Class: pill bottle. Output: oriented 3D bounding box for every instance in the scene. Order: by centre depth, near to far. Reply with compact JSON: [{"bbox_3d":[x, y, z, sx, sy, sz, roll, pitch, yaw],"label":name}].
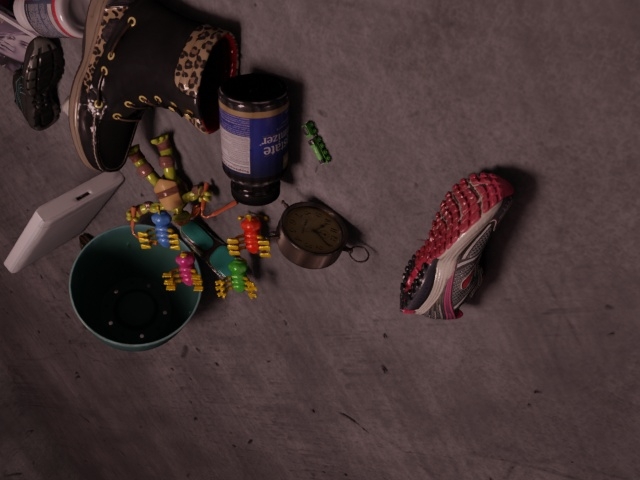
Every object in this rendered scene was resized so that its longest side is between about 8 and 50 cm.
[{"bbox_3d":[-0.118,-0.176,1.125,0.123,0.123,0.219,24,134,24],"label":"pill bottle"},{"bbox_3d":[-0.532,-0.463,1.261,0.180,0.108,0.107,12,127,33],"label":"pill bottle"}]

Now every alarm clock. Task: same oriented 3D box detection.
[{"bbox_3d":[0.000,0.000,1.164,0.192,0.129,0.064,20,136,-1],"label":"alarm clock"}]

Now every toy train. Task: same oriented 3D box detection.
[{"bbox_3d":[-0.008,-0.172,1.111,0.017,0.024,0.083,-12,111,44],"label":"toy train"}]

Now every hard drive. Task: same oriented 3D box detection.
[{"bbox_3d":[-0.653,-0.046,1.580,0.047,0.233,0.353,53,138,-5],"label":"hard drive"}]

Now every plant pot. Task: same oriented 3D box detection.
[{"bbox_3d":[-0.447,0.138,1.529,0.293,0.293,0.235,44,154,4],"label":"plant pot"}]

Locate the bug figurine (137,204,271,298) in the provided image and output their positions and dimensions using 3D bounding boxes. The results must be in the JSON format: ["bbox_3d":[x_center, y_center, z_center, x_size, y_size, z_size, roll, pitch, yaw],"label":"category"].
[{"bbox_3d":[-0.237,0.024,1.337,0.279,0.072,0.216,5,124,5],"label":"bug figurine"}]

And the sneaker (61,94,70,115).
[{"bbox_3d":[-0.480,-0.329,1.352,0.086,0.085,0.237,33,140,-24],"label":"sneaker"}]

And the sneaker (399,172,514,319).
[{"bbox_3d":[0.228,0.015,1.007,0.112,0.120,0.299,15,135,-8],"label":"sneaker"}]

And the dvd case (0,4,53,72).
[{"bbox_3d":[-0.732,-0.464,1.424,0.221,0.018,0.165,-10,150,43],"label":"dvd case"}]

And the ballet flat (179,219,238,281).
[{"bbox_3d":[-0.247,0.027,1.440,0.188,0.070,0.070,48,138,2],"label":"ballet flat"}]

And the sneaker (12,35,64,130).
[{"bbox_3d":[-0.671,-0.372,1.452,0.106,0.101,0.267,44,138,8],"label":"sneaker"}]

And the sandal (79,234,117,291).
[{"bbox_3d":[-0.604,0.055,1.755,0.219,0.060,0.089,39,133,31],"label":"sandal"}]

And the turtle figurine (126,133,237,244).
[{"bbox_3d":[-0.322,-0.120,1.366,0.270,0.087,0.217,-14,108,21],"label":"turtle figurine"}]

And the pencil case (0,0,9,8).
[{"bbox_3d":[-0.794,-0.591,1.396,0.209,0.095,0.098,38,172,7],"label":"pencil case"}]

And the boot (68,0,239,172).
[{"bbox_3d":[-0.314,-0.266,1.176,0.284,0.138,0.377,25,112,20],"label":"boot"}]
